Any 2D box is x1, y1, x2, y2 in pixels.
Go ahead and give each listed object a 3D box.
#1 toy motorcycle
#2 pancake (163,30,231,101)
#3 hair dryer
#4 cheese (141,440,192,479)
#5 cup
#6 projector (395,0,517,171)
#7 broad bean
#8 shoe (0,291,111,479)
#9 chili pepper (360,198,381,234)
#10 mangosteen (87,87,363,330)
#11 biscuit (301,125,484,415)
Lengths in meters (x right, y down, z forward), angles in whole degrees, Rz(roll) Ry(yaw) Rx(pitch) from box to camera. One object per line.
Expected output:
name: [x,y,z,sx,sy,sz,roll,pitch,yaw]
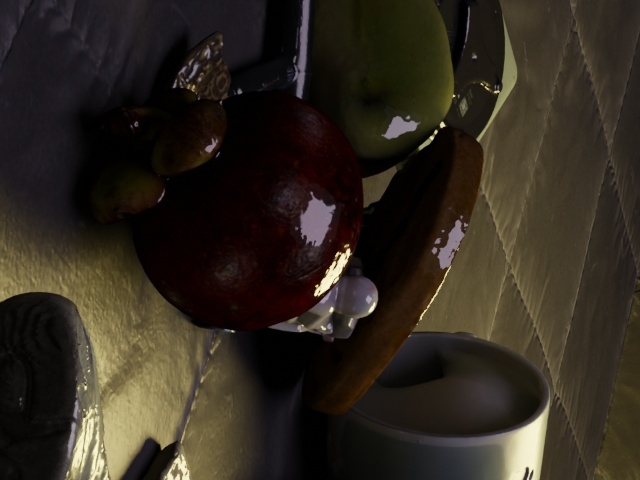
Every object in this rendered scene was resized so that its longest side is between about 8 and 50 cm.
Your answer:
toy motorcycle: [-0.024,0.045,1.770,0.260,0.170,0.110,22,75,-71]
pancake: [-0.105,-0.101,1.674,0.184,0.020,0.191,1,104,-58]
hair dryer: [-0.063,-0.179,1.773,0.195,0.050,0.173,-5,99,-66]
cheese: [-0.206,0.337,1.592,0.400,0.034,0.085,-60,145,-46]
cup: [0.145,0.268,2.189,0.357,0.259,0.275,-58,154,-63]
projector: [0.150,-0.223,2.140,0.259,0.079,0.257,-55,138,-37]
broad bean: [0.060,-0.193,1.907,0.121,0.189,0.263,150,-50,-61]
shoe: [-0.220,0.201,1.384,0.210,0.132,0.342,-16,116,-72]
chili pepper: [0.076,0.059,2.186,0.088,0.059,0.227,-19,126,-26]
mangosteen: [-0.089,-0.040,1.540,0.257,0.215,0.215,27,67,-29]
biscuit: [0.072,0.019,1.941,0.367,0.063,0.314,123,-14,-45]
